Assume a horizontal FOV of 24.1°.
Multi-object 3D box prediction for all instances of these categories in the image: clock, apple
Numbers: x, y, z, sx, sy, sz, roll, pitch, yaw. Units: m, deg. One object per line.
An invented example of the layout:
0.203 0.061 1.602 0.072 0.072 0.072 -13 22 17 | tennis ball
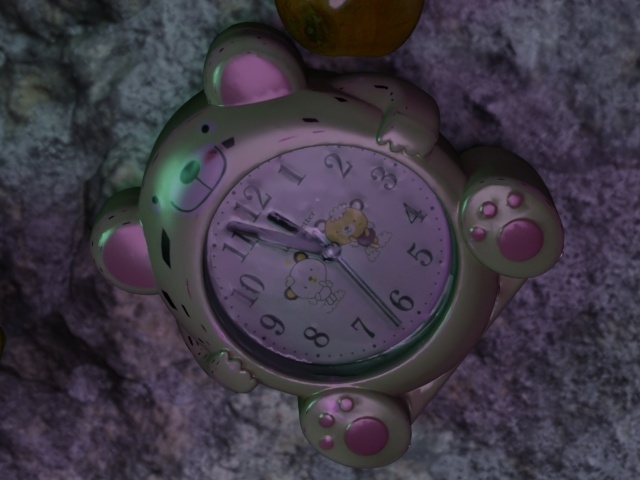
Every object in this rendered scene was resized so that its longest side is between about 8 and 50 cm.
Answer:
0.000 0.000 1.171 0.309 0.114 0.284 32 108 -12 | clock
0.022 -0.183 1.098 0.114 0.099 0.102 -23 122 -38 | apple

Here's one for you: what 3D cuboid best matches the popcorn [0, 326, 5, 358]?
-0.368 0.104 1.136 0.297 0.281 0.315 -18 81 24 | popcorn
